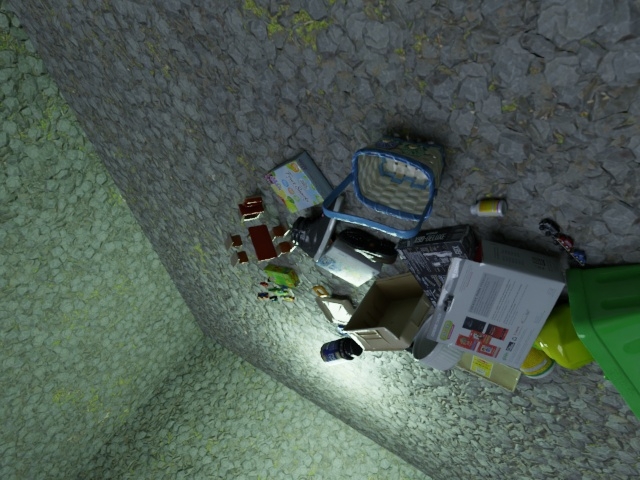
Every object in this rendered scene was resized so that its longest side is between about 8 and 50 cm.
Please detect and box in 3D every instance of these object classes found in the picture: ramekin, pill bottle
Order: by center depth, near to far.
[{"bbox_3d":[0.439,-0.084,1.090,0.083,0.043,0.043,3,132,44],"label":"pill bottle"},{"bbox_3d":[0.636,0.328,1.320,0.208,0.117,0.117,46,148,-8],"label":"pill bottle"},{"bbox_3d":[0.437,0.369,1.504,0.109,0.207,0.207,31,148,-3],"label":"ramekin"},{"bbox_3d":[0.110,0.565,2.137,0.123,0.123,0.219,49,134,-13],"label":"pill bottle"}]

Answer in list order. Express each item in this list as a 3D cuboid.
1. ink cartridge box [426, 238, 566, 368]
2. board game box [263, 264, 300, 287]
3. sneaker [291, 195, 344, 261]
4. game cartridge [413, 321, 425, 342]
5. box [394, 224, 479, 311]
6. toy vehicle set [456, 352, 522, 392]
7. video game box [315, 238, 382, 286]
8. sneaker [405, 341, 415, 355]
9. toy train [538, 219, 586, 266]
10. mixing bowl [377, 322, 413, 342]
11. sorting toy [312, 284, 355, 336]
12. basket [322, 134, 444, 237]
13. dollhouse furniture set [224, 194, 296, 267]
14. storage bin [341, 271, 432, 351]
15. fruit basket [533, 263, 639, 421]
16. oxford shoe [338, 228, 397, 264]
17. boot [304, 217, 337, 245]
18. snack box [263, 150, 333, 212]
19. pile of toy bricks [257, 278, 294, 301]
[{"bbox_3d":[0.465,0.167,1.153,0.272,0.130,0.309,16,123,11],"label":"ink cartridge box"},{"bbox_3d":[-0.194,0.175,2.066,0.181,0.043,0.092,6,135,42],"label":"board game box"},{"bbox_3d":[-0.020,-0.061,1.486,0.147,0.104,0.295,30,130,6],"label":"sneaker"},{"bbox_3d":[0.327,0.373,1.762,0.294,0.060,0.196,13,135,36],"label":"game cartridge"},{"bbox_3d":[0.413,0.102,1.314,0.242,0.076,0.307,-10,123,51],"label":"box"},{"bbox_3d":[0.618,0.467,1.584,0.267,0.035,0.166,21,143,28],"label":"toy vehicle set"},{"bbox_3d":[0.107,0.090,1.605,0.205,0.048,0.187,29,147,-10],"label":"video game box"},{"bbox_3d":[0.385,0.454,1.701,0.170,0.051,0.089,-2,124,43],"label":"sneaker"},{"bbox_3d":[0.610,0.006,1.040,0.158,0.027,0.036,44,137,-5],"label":"toy train"},{"bbox_3d":[0.267,0.372,1.646,0.181,0.181,0.098,-29,70,56],"label":"mixing bowl"},{"bbox_3d":[0.090,0.324,1.955,0.196,0.047,0.347,-3,129,42],"label":"sorting toy"},{"bbox_3d":[0.173,-0.136,1.069,0.255,0.289,0.201,18,147,26],"label":"basket"},{"bbox_3d":[-0.253,-0.040,1.693,0.135,0.262,0.259,-47,61,56],"label":"dollhouse furniture set"},{"bbox_3d":[0.252,0.258,1.497,0.123,0.262,0.260,47,147,-12],"label":"storage bin"},{"bbox_3d":[0.702,0.260,1.062,0.392,0.283,0.392,13,128,17],"label":"fruit basket"},{"bbox_3d":[0.164,0.030,1.483,0.227,0.083,0.096,26,150,24],"label":"oxford shoe"},{"bbox_3d":[0.000,0.000,1.628,0.152,0.073,0.197,14,142,29],"label":"boot"},{"bbox_3d":[-0.080,-0.200,1.465,0.207,0.070,0.174,-15,118,51],"label":"snack box"},{"bbox_3d":[-0.219,0.269,2.176,0.212,0.118,0.105,-5,157,29],"label":"pile of toy bricks"}]
